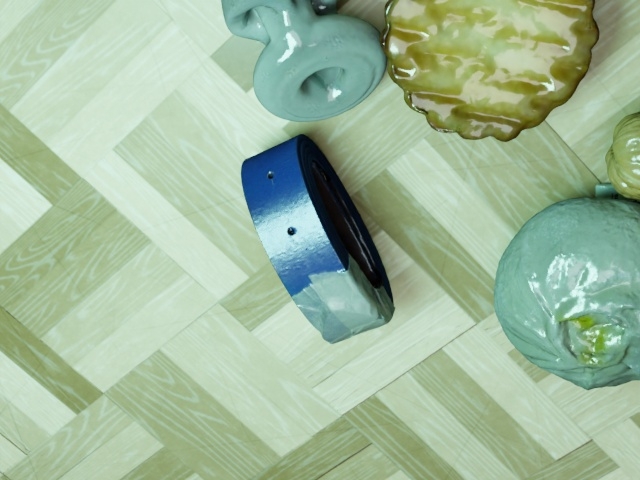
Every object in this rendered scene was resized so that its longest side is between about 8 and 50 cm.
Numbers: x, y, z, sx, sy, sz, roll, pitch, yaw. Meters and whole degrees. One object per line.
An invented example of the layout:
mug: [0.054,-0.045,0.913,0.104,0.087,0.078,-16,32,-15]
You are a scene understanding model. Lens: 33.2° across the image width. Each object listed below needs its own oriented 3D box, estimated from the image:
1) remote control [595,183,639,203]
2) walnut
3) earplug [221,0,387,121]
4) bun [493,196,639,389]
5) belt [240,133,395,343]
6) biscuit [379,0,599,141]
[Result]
remote control: [0.530,-0.070,1.747,0.162,0.029,0.061,-3,120,5]
walnut: [0.535,-0.124,1.645,0.184,0.155,0.155,5,119,7]
earplug: [-0.030,-0.319,1.622,0.214,0.175,0.325,-25,122,9]
bun: [0.449,0.100,1.732,0.362,0.211,0.361,9,136,9]
belt: [0.000,0.000,1.758,0.117,0.212,0.346,-23,109,17]
biscuit: [0.249,-0.311,1.605,0.326,0.107,0.325,0,119,-1]
